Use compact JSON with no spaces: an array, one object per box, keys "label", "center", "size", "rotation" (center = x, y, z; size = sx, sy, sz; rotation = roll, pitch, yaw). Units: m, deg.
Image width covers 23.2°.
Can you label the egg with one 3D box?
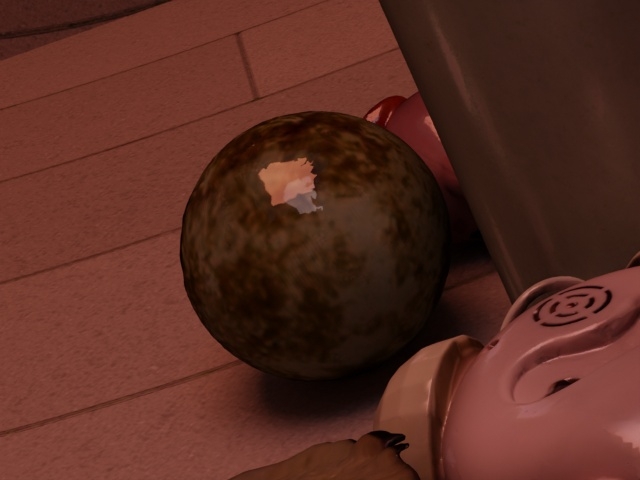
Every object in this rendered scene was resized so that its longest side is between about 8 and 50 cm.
[{"label":"egg","center":[0.000,0.000,1.396],"size":[0.238,0.238,0.289],"rotation":[-12,12,17]}]

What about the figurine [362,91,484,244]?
[{"label":"figurine","center":[0.143,-0.076,1.551],"size":[0.173,0.173,0.173],"rotation":[-17,23,7]}]

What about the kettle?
[{"label":"kettle","center":[0.228,-0.132,1.315],"size":[0.250,0.376,0.361],"rotation":[-14,21,24]}]

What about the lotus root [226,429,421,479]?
[{"label":"lotus root","center":[-0.086,0.229,0.945],"size":[0.375,0.111,0.390],"rotation":[-29,-3,33]}]

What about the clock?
[{"label":"clock","center":[0.224,0.121,1.035],"size":[0.342,0.184,0.326],"rotation":[-19,17,-13]}]
